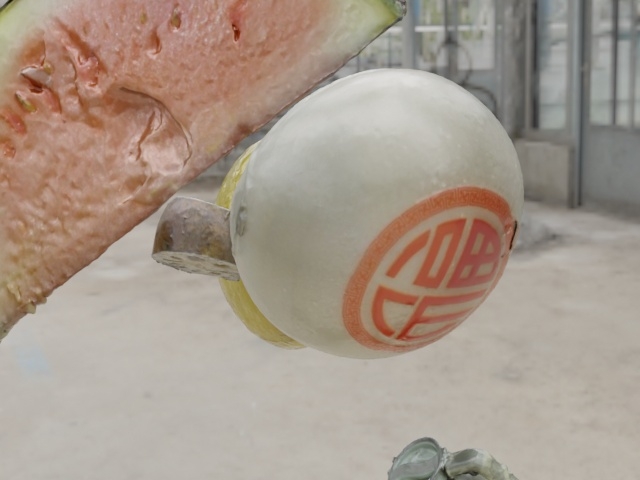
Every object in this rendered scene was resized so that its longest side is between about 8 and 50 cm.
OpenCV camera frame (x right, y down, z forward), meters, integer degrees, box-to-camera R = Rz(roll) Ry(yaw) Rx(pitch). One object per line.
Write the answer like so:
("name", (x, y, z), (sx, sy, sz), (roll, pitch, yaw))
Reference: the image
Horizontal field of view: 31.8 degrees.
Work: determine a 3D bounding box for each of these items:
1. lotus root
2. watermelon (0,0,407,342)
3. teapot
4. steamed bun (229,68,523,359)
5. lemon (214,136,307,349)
("lotus root", (-0.136, 0.001, 1.363), (0.112, 0.081, 0.122), (8, -13, 41))
("watermelon", (-0.050, -0.044, 0.353), (0.163, 0.087, 0.069), (-36, -17, 15))
("teapot", (0.161, 0.259, 1.054), (0.107, 0.200, 0.077), (-30, 32, 36))
("steamed bun", (0.066, -0.008, 1.023), (0.283, 0.282, 0.177), (-8, 38, -32))
("lemon", (0.000, 0.000, 1.634), (0.348, 0.347, 0.348), (-1, 10, 0))
